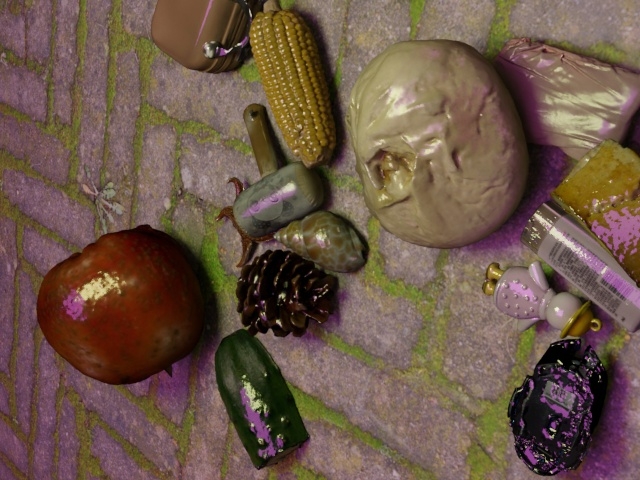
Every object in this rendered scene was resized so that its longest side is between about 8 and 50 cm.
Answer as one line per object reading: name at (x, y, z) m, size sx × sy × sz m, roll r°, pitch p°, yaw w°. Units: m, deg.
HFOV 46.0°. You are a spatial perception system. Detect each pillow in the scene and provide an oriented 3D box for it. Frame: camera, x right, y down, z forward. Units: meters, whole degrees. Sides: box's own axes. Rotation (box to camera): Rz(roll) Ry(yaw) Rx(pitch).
pillow at (0.363, -0.206, 1.158) m, size 0.270 × 0.067 × 0.173 m, roll 33°, pitch 122°, yaw 38°

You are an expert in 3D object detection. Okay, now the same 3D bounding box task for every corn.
corn at (-0.052, -0.314, 1.498) m, size 0.130 × 0.130 × 0.347 m, roll -22°, pitch 83°, yaw 43°

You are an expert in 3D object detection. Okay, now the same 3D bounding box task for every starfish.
starfish at (-0.163, -0.032, 1.696) m, size 0.213 × 0.057 × 0.238 m, roll 31°, pitch 118°, yaw 36°

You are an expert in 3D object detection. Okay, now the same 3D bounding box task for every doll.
doll at (0.352, 0.097, 1.207) m, size 0.207 × 0.081 × 0.129 m, roll 25°, pitch 121°, yaw 36°

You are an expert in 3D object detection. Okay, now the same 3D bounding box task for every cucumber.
cucumber at (-0.156, 0.350, 1.722) m, size 0.145 × 0.105 × 0.325 m, roll -42°, pitch 65°, yaw 40°

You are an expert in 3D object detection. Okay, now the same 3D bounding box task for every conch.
conch at (0.009, 0.002, 1.509) m, size 0.173 × 0.106 × 0.116 m, roll 46°, pitch 146°, yaw 12°

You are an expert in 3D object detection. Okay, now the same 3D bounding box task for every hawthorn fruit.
hawthorn fruit at (-0.464, 0.172, 1.820) m, size 0.402 × 0.402 × 0.403 m, roll 8°, pitch 102°, yaw 43°

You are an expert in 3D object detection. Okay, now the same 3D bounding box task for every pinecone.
pinecone at (-0.073, 0.116, 1.559) m, size 0.204 × 0.179 × 0.184 m, roll 18°, pitch 134°, yaw 23°

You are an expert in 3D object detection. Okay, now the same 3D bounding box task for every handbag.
handbag at (-0.220, -0.501, 1.618) m, size 0.283 × 0.149 × 0.302 m, roll 46°, pitch 123°, yaw 32°

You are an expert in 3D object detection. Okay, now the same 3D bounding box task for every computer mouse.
computer mouse at (0.384, 0.267, 1.205) m, size 0.146 × 0.077 × 0.242 m, roll 30°, pitch 113°, yaw 37°

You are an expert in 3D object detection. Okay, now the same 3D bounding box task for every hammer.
hammer at (-0.111, -0.169, 1.596) m, size 0.202 × 0.113 × 0.305 m, roll -26°, pitch 64°, yaw 22°

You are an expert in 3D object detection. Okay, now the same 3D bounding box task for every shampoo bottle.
shampoo bottle at (0.413, 0.037, 1.154) m, size 0.227 × 0.056 × 0.086 m, roll 44°, pitch 130°, yaw 30°

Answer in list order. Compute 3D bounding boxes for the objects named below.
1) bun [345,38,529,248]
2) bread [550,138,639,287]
bun at (0.160, -0.153, 1.228) m, size 0.361 × 0.213 × 0.361 m, roll 39°, pitch 141°, yaw 40°
bread at (0.448, -0.017, 1.033) m, size 0.124 × 0.186 × 0.257 m, roll -47°, pitch 68°, yaw 19°
